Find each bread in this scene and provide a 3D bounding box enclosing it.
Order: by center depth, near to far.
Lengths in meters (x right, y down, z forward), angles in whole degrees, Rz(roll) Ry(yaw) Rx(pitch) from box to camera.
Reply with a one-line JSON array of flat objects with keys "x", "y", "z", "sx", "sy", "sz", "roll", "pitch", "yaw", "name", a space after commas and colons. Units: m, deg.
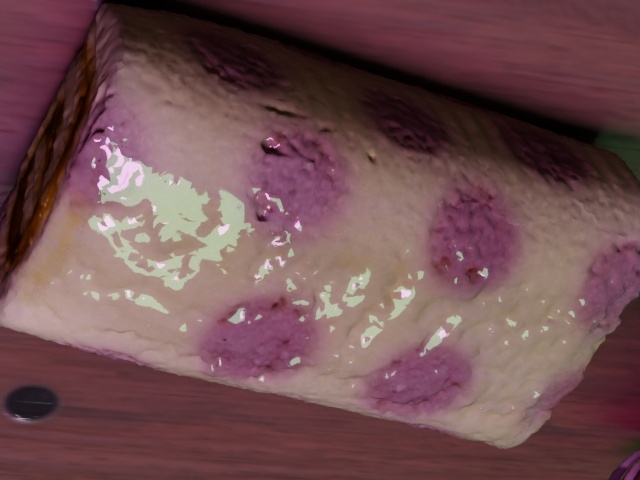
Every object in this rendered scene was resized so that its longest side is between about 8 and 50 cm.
[{"x": 0.000, "y": 0.000, "z": 1.061, "sx": 0.338, "sy": 0.155, "sz": 0.187, "roll": 16, "pitch": 125, "yaw": -25, "name": "bread"}]

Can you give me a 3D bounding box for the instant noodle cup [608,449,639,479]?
[{"x": 0.332, "y": 0.119, "z": 1.214, "sx": 0.244, "sy": 0.244, "sz": 0.255, "roll": 6, "pitch": 127, "yaw": -16, "name": "instant noodle cup"}]
